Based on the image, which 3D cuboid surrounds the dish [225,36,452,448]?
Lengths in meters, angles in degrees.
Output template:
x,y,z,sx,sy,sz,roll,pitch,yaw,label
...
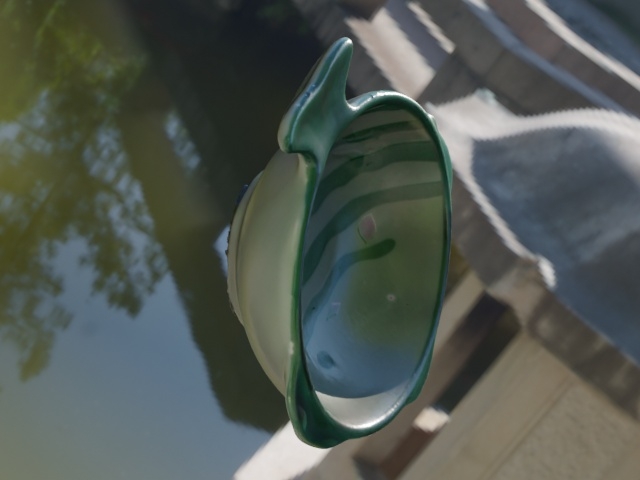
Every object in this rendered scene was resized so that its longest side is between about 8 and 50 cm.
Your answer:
x,y,z,sx,sy,sz,roll,pitch,yaw,label
0.000,0.000,0.746,0.078,0.246,0.224,8,50,28,dish
